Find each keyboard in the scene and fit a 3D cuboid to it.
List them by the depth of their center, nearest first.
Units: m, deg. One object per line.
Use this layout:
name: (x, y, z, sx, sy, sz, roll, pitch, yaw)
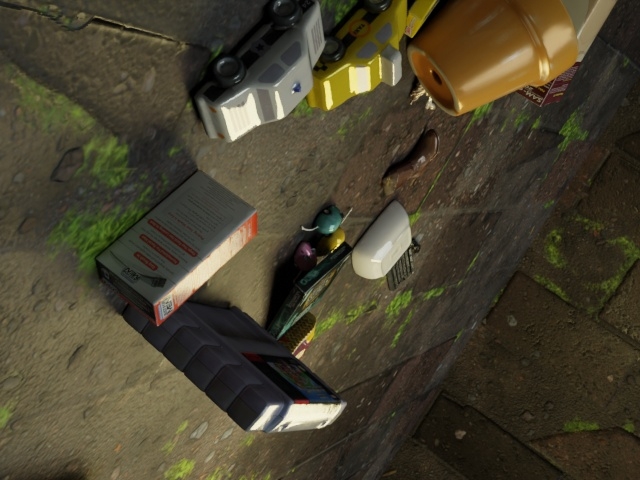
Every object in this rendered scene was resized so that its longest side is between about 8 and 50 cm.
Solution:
keyboard: (0.180, 0.043, 2.106, 0.108, 0.023, 0.180, -51, 162, -12)

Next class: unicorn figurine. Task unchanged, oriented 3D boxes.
unicorn figurine: (0.215, -0.276, 1.588, 0.162, 0.060, 0.111, -43, 158, -32)

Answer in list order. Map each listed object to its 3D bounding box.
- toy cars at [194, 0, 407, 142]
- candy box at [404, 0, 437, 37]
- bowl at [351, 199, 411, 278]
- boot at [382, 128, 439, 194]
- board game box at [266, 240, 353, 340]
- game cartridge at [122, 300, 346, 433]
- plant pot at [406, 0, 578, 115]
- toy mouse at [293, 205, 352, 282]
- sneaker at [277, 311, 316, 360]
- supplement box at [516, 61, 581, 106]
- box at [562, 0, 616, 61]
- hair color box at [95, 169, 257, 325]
toy cars: (0.009, -0.209, 1.171, 0.394, 0.087, 0.176, -27, 147, -53)
candy box: (0.179, -0.374, 1.340, 0.205, 0.027, 0.105, -55, -177, -1)
bowl: (0.123, 0.008, 1.864, 0.142, 0.053, 0.142, -49, 162, -14)
boot: (0.156, -0.137, 1.731, 0.114, 0.037, 0.106, -28, 146, -44)
board game box: (-0.020, 0.086, 1.631, 0.126, 0.026, 0.186, -41, 170, -34)
game cartridge: (-0.096, 0.166, 1.336, 0.068, 0.230, 0.355, -56, 162, 2)
plant pot: (0.239, -0.287, 1.453, 0.188, 0.205, 0.205, -36, 158, -7)
toy mouse: (0.000, 0.000, 1.587, 0.161, 0.031, 0.143, -54, 161, -3)
sneaker: (-0.071, 0.202, 1.703, 0.185, 0.070, 0.083, -40, 151, -35)
supplement box: (0.505, -0.402, 2.049, 0.130, 0.073, 0.239, -20, 141, -57)
box: (0.484, -0.486, 1.780, 0.148, 0.121, 0.311, -20, 140, -60)
hair color box: (-0.160, 0.006, 1.122, 0.167, 0.093, 0.053, -44, 158, -28)
